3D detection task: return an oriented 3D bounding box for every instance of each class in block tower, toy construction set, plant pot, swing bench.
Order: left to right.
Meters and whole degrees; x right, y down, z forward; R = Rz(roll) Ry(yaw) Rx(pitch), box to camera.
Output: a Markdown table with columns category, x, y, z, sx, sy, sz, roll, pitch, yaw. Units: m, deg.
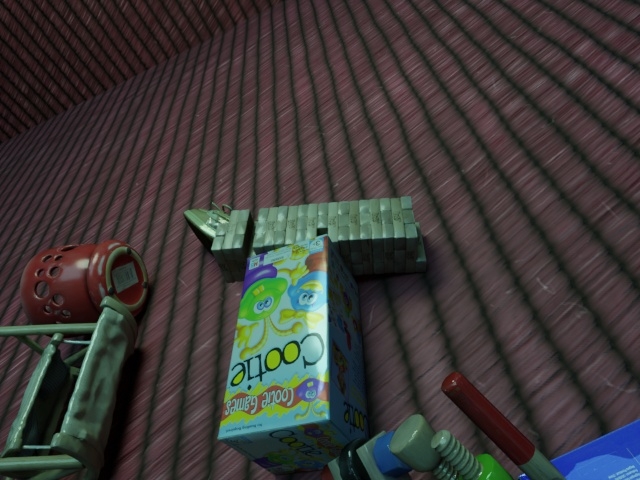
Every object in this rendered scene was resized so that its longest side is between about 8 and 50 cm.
| category | x | y | z | sx | sy | sz | roll | pitch | yaw |
| --- | --- | --- | --- | --- | --- | --- | --- | --- | --- |
| swing bench | -0.442 | 0.265 | 0.740 | 0.254 | 0.165 | 0.253 | -15 | 43 | 10 |
| plant pot | -0.466 | 0.097 | 0.899 | 0.173 | 0.191 | 0.191 | -9 | 46 | 12 |
| block tower | 0.000 | 0.000 | 0.725 | 0.335 | 0.097 | 0.091 | -3 | 48 | 6 |
| toy construction set | 0.097 | 0.306 | 0.373 | 0.237 | 0.257 | 0.309 | 43 | 96 | 4 |

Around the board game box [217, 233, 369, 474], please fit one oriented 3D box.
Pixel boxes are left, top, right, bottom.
| category | x | y | z | sx | sy | sz | roll | pitch | yaw |
| --- | --- | --- | --- | --- | --- | --- | --- | --- | --- |
| board game box | -0.027 | 0.151 | 0.615 | 0.141 | 0.144 | 0.275 | -17 | 43 | 16 |

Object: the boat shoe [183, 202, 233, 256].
| category | x | y | z | sx | sy | sz | roll | pitch | yaw |
| --- | --- | --- | --- | --- | --- | --- | --- | --- | --- |
| boat shoe | -0.173 | -0.005 | 0.894 | 0.285 | 0.105 | 0.089 | 29 | 63 | 33 |

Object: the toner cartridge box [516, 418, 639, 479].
| category | x | y | z | sx | sy | sz | roll | pitch | yaw |
| --- | --- | --- | --- | --- | --- | --- | --- | --- | --- |
| toner cartridge box | 0.371 | 0.218 | 0.371 | 0.347 | 0.075 | 0.165 | -28 | 43 | 4 |
